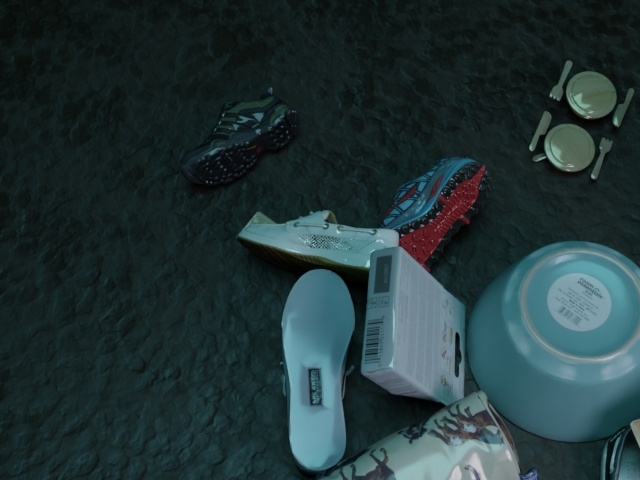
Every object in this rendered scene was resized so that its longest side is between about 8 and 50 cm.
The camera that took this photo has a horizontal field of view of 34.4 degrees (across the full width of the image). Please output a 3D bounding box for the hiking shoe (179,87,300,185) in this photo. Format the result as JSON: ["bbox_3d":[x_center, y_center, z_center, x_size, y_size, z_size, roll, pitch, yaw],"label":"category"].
[{"bbox_3d":[-0.151,-0.179,1.779,0.227,0.086,0.114,-30,51,-16],"label":"hiking shoe"}]

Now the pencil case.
[{"bbox_3d":[0.089,0.376,1.417,0.410,0.160,0.183,-26,91,-8],"label":"pencil case"}]

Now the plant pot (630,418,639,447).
[{"bbox_3d":[0.503,0.271,1.390,0.096,0.109,0.109,-8,75,-49],"label":"plant pot"}]

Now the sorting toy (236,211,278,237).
[{"bbox_3d":[-0.090,-0.004,1.711,0.083,0.012,0.062,35,73,20],"label":"sorting toy"}]

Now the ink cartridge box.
[{"bbox_3d":[0.141,0.141,1.515,0.066,0.232,0.189,-8,61,26],"label":"ink cartridge box"}]

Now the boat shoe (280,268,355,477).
[{"bbox_3d":[-0.005,0.199,1.548,0.113,0.105,0.306,-2,70,-9],"label":"boat shoe"}]

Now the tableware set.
[{"bbox_3d":[0.436,-0.198,1.753,0.128,0.039,0.194,25,73,4],"label":"tableware set"}]

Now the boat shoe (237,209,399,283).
[{"bbox_3d":[0.000,0.000,1.619,0.277,0.098,0.096,11,72,28],"label":"boat shoe"}]

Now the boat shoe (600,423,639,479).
[{"bbox_3d":[0.435,0.398,1.413,0.114,0.091,0.302,-2,64,1],"label":"boat shoe"}]

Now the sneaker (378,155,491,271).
[{"bbox_3d":[0.157,-0.033,1.674,0.262,0.104,0.125,-42,28,-2],"label":"sneaker"}]

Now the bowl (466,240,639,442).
[{"bbox_3d":[0.375,0.125,1.522,0.312,0.163,0.311,-2,64,4],"label":"bowl"}]
